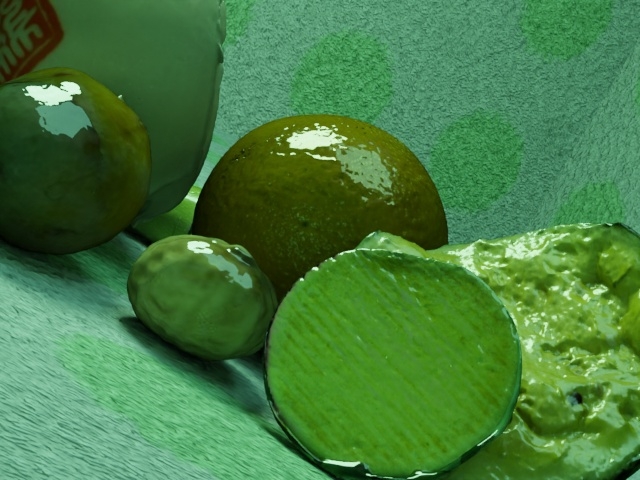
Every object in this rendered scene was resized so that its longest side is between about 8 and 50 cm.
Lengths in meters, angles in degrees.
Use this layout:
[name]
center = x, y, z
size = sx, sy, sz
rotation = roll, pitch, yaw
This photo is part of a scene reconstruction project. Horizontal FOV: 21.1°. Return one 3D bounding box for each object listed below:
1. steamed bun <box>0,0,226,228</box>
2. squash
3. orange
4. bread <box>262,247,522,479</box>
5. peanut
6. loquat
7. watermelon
[steamed bun]
center = -0.254, -0.203, 1.855
size = 0.241, 0.374, 0.374
rotation = 5, 14, -18
[squash]
center = -0.225, -0.053, 2.017
size = 0.224, 0.094, 0.094
rotation = 25, 5, 11
[orange]
center = 0.000, 0.000, 1.772
size = 0.274, 0.274, 0.274
rotation = 30, 6, -3
[bread]
center = 0.062, 0.108, 1.482
size = 0.228, 0.228, 0.033
rotation = 32, -24, 20
[peanut]
center = -0.106, 0.052, 1.568
size = 0.140, 0.109, 0.159
rotation = 40, -9, 3
[loquat]
center = -0.249, -0.074, 1.605
size = 0.179, 0.179, 0.227
rotation = 31, 12, 7
[watermelon]
center = 0.170, 0.129, 1.591
size = 0.331, 0.331, 0.189
rotation = 32, -23, 18
